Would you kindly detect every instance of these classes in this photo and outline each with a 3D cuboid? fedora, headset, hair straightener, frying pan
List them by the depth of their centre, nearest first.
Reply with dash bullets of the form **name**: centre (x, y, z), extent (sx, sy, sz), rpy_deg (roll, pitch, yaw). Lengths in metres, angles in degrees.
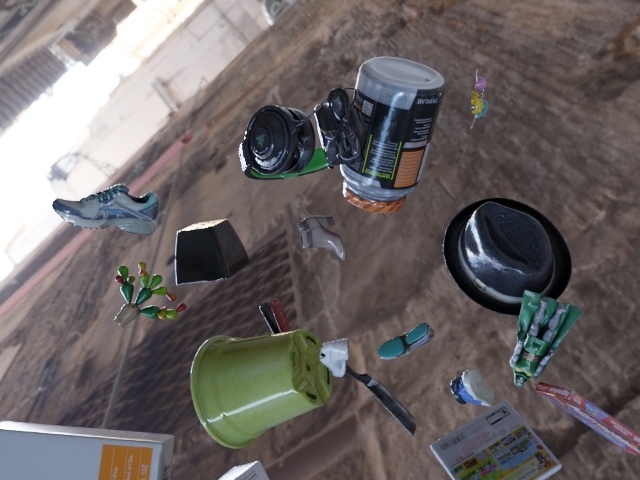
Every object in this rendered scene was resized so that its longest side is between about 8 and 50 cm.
- **headset**: centre (-0.013, -0.173, 1.310), extent (0.394, 0.243, 0.185), rpy_deg (139, 119, -69)
- **fedora**: centre (0.468, 0.014, 1.713), extent (0.334, 0.334, 0.152), rpy_deg (54, 172, 23)
- **frying pan**: centre (0.140, 0.389, 1.819), extent (0.326, 0.053, 0.197), rpy_deg (47, 174, 0)
- **hair straightener**: centre (-0.109, 0.267, 1.869), extent (0.047, 0.089, 0.231), rpy_deg (-46, -63, -51)

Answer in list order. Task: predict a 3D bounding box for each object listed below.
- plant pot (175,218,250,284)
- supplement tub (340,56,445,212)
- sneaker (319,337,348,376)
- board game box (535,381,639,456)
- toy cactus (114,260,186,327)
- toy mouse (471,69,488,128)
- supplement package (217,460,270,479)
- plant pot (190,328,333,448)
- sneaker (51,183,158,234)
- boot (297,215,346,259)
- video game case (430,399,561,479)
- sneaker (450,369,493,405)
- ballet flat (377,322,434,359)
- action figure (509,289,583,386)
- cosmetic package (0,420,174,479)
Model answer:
- **plant pot**: centre (-0.358, 0.029, 2.214), extent (0.187, 0.187, 0.167), rpy_deg (-41, -58, -67)
- **supplement tub**: centre (0.152, -0.233, 1.555), extent (0.193, 0.316, 0.194), rpy_deg (9, -148, -6)
- **sneaker**: centre (0.028, 0.250, 1.490), extent (0.152, 0.061, 0.054), rpy_deg (92, 178, -56)
- **board game box**: centre (0.635, 0.412, 1.560), extent (0.281, 0.027, 0.145), rpy_deg (34, 169, -6)
- **toy cactus**: centre (-0.509, 0.172, 1.962), extent (0.219, 0.180, 0.112), rpy_deg (42, 168, -10)
- **toy mouse**: centre (0.464, -0.412, 1.987), extent (0.143, 0.031, 0.161), rpy_deg (-34, -56, -60)
- **supplement package**: centre (-0.213, 0.823, 2.111), extent (0.133, 0.139, 0.244), rpy_deg (-27, -91, -50)
- **plant pot**: centre (-0.120, 0.328, 1.632), extent (0.276, 0.253, 0.276), rpy_deg (38, -140, -42)
- **sneaker**: centre (-0.570, -0.101, 1.853), extent (0.282, 0.122, 0.110), rpy_deg (6, -158, -33)
- **boot**: centre (0.000, 0.000, 1.541), extent (0.042, 0.086, 0.119), rpy_deg (133, 117, -72)
- **video game case**: centre (0.410, 0.510, 1.631), extent (0.206, 0.226, 0.026), rpy_deg (52, 165, 43)
- **sneaker**: centre (0.320, 0.325, 1.527), extent (0.152, 0.084, 0.058), rpy_deg (41, -124, -48)
- **ballet flat**: centre (0.157, 0.186, 1.239), extent (0.041, 0.114, 0.041), rpy_deg (40, -149, -30)
- **action figure**: centre (0.507, 0.246, 1.626), extent (0.137, 0.232, 0.063), rpy_deg (21, -159, 16)
- **cosmetic package**: centre (-0.611, 0.587, 1.715), extent (0.161, 0.452, 0.230), rpy_deg (90, -176, -81)
